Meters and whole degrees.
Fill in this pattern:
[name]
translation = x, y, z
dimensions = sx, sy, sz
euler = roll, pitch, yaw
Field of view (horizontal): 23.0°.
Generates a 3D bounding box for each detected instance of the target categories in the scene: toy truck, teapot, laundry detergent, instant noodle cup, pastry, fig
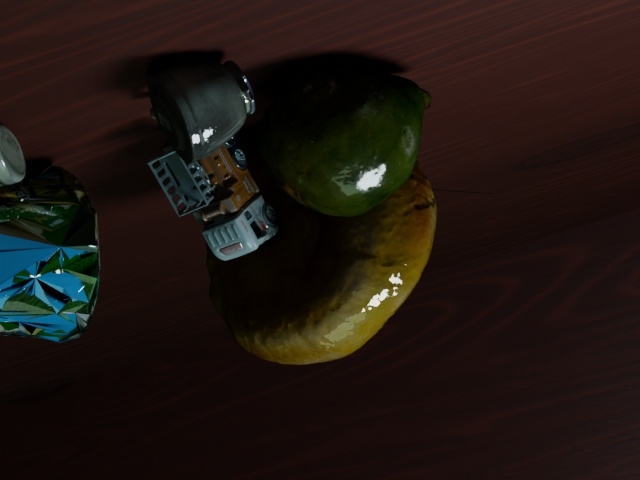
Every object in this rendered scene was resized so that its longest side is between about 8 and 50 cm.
[toy truck]
translation = -0.134, -0.056, 1.984
dimensions = 0.080, 0.177, 0.115
euler = -21, -163, 30
[teapot]
translation = -0.130, -0.148, 1.774
dimensions = 0.108, 0.111, 0.149
euler = -26, 167, -16
[laundry detergent]
translation = -0.462, -0.073, 1.820
dimensions = 0.226, 0.070, 0.099
euler = -16, 176, 5
[instant noodle cup]
translation = -0.407, 0.022, 1.977
dimensions = 0.178, 0.240, 0.240
euler = -4, 165, -37
[pastry]
translation = 0.000, 0.000, 2.087
dimensions = 0.356, 0.356, 0.164
euler = -20, 150, 27
[fig]
translation = 0.041, -0.140, 1.925
dimensions = 0.245, 0.195, 0.195
euler = -44, -175, -28
